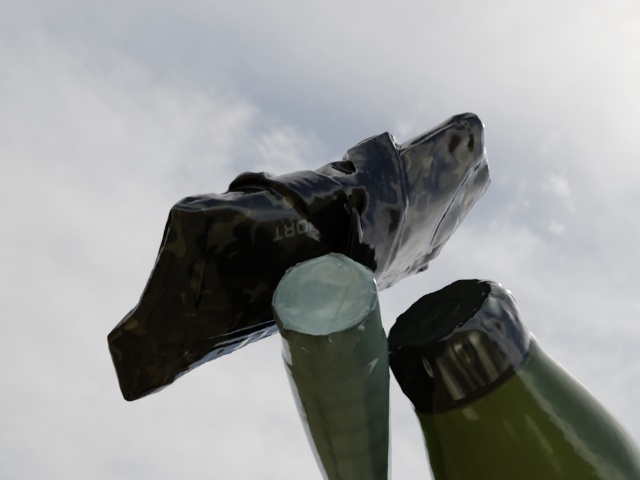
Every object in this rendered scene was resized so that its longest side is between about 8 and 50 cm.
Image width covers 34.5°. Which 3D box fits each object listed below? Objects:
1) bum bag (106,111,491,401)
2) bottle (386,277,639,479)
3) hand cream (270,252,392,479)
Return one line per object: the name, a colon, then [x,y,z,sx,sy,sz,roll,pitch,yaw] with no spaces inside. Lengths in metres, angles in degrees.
bum bag: [0.000,0.000,0.532,0.069,0.248,0.102,50,-39,19]
bottle: [0.122,0.141,0.538,0.112,0.112,0.260,-18,-69,39]
hand cream: [0.013,0.093,0.519,0.049,0.078,0.205,-17,-45,-8]
